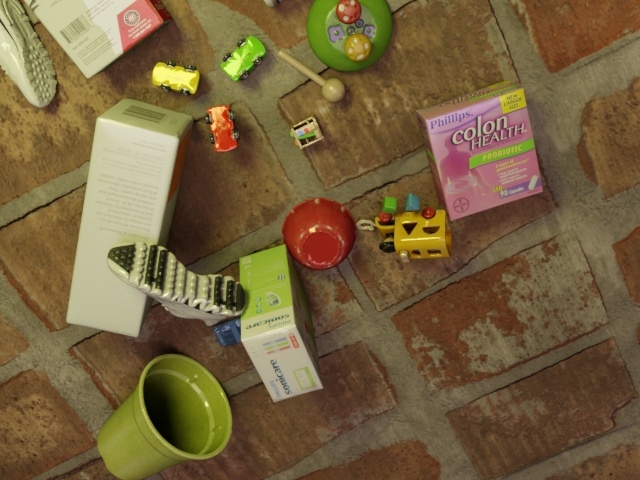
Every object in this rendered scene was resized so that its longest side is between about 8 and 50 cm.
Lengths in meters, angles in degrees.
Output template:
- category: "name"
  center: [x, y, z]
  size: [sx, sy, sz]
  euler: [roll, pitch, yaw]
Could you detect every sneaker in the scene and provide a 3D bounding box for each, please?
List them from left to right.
- category: "sneaker"
  center: [-0.631, -0.385, 1.281]
  size: [0.095, 0.090, 0.235]
  euler: [-12, 109, 16]
- category: "sneaker"
  center: [-0.300, 0.099, 1.255]
  size: [0.292, 0.110, 0.118]
  euler: [29, 136, -27]

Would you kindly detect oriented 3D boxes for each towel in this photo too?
- category: "towel"
  center: [-0.206, 0.227, 1.569]
  size: [0.120, 0.029, 0.067]
  euler: [-19, 112, 5]

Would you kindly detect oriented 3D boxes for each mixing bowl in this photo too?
- category: "mixing bowl"
  center: [0.000, 0.000, 1.452]
  size: [0.182, 0.098, 0.181]
  euler: [-1, 111, -3]

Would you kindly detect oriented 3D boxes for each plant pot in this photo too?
- category: "plant pot"
  center: [-0.408, 0.465, 1.550]
  size: [0.254, 0.276, 0.276]
  euler: [-38, 109, 23]

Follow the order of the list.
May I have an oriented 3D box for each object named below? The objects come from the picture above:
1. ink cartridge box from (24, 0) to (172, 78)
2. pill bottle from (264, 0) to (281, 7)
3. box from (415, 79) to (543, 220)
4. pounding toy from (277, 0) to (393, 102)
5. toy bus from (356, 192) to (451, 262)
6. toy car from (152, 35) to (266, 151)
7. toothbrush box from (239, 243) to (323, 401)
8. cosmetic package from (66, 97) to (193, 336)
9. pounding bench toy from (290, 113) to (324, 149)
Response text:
- category: "ink cartridge box"
  center: [-0.459, -0.493, 1.219]
  size: [0.197, 0.114, 0.272]
  euler: [-32, 111, 11]
- category: "pill bottle"
  center: [-0.055, -0.546, 1.229]
  size: [0.169, 0.094, 0.094]
  euler: [-30, 110, 9]
- category: "box"
  center: [0.351, -0.199, 1.378]
  size: [0.214, 0.117, 0.242]
  euler: [-17, 111, 4]
- category: "pounding toy"
  center: [0.047, -0.413, 1.280]
  size: [0.183, 0.110, 0.237]
  euler: [38, 105, -16]
- category: "toy bus"
  center: [0.201, -0.004, 1.414]
  size: [0.191, 0.104, 0.202]
  euler: [17, 151, -19]
- category: "toy car"
  center: [-0.204, -0.335, 1.317]
  size: [0.225, 0.053, 0.239]
  euler: [-43, 92, 4]
- category: "toothbrush box"
  center: [-0.092, 0.179, 1.399]
  size: [0.122, 0.283, 0.206]
  euler: [-16, 125, 5]
- category: "cosmetic package"
  center: [-0.408, -0.051, 1.340]
  size: [0.162, 0.230, 0.453]
  euler: [14, 111, -9]
- category: "pounding bench toy"
  center: [-0.032, -0.234, 1.362]
  size: [0.065, 0.083, 0.052]
  euler: [-25, 111, 6]
